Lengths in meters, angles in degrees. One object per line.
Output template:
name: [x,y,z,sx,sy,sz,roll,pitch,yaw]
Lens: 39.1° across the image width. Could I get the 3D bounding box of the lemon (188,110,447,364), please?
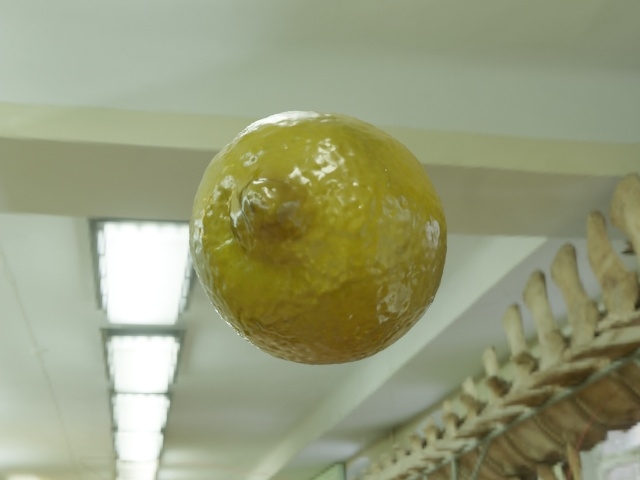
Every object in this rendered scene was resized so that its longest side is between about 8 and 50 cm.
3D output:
lemon: [0.000,0.000,0.655,0.187,0.187,0.244,-8,-9,15]
